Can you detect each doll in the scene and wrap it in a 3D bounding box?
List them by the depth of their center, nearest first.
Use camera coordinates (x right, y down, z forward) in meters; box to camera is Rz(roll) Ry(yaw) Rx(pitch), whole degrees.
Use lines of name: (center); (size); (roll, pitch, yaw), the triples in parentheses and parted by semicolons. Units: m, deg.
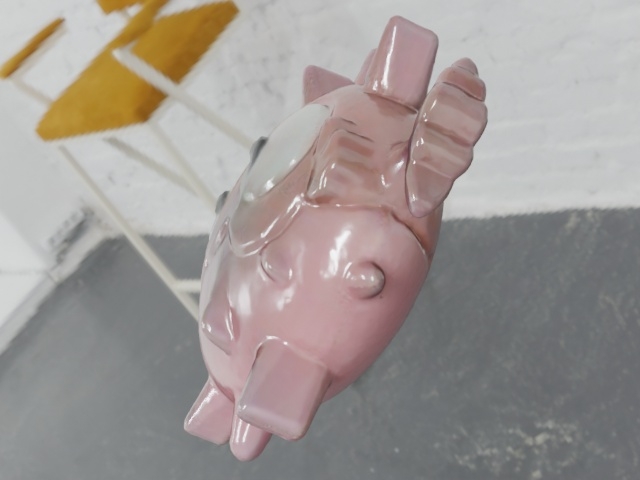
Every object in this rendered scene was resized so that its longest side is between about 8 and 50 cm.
doll: (0.000, 0.000, 0.506); (0.262, 0.093, 0.211); (-37, 33, 62)
